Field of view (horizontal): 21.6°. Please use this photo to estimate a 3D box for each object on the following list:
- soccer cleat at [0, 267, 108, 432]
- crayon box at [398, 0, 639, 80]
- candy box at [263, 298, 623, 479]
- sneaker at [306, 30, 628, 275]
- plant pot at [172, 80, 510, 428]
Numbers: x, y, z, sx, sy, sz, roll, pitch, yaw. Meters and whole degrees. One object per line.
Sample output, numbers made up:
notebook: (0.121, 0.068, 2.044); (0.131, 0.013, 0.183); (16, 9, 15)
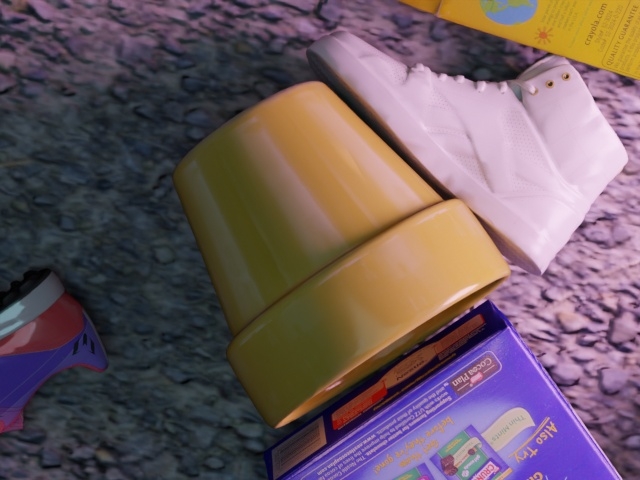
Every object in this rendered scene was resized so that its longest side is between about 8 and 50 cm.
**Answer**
soccer cleat: (-0.346, 0.160, 1.568); (0.318, 0.108, 0.116); (-37, 101, 4)
crayon box: (0.233, -0.260, 1.452); (0.318, 0.081, 0.202); (17, 133, -3)
candy box: (0.145, 0.261, 1.559); (0.268, 0.122, 0.317); (-34, 101, 5)
sneaker: (0.140, -0.125, 1.523); (0.292, 0.108, 0.169); (41, 84, -3)
plant pot: (0.000, 0.000, 1.477); (0.254, 0.254, 0.239); (-33, 82, 6)
